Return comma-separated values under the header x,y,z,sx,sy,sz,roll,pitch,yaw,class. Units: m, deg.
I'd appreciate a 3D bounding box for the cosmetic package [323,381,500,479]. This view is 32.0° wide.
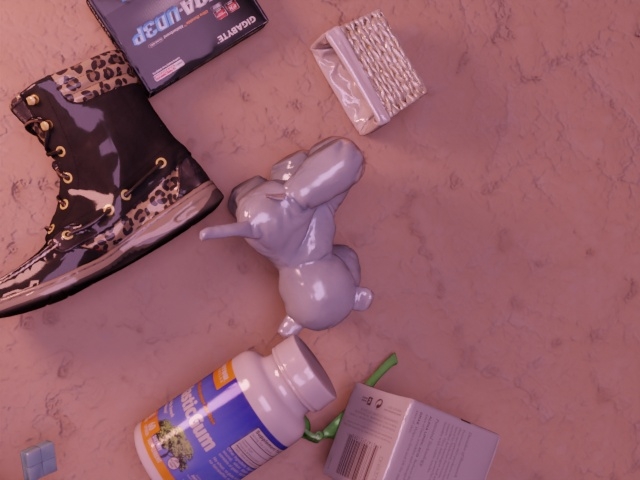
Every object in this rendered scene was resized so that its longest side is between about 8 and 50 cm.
x,y,z,sx,sy,sz,roll,pitch,yaw,class
0.135,0.319,1.665,0.183,0.151,0.152,25,81,-31,cosmetic package

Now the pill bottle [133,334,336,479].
x,y,z,sx,sy,sz,roll,pitch,yaw,class
-0.118,0.254,1.605,0.272,0.152,0.152,-35,95,5,pill bottle

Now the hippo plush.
x,y,z,sx,sy,sz,roll,pitch,yaw,class
0.000,0.000,1.628,0.234,0.294,0.237,-28,102,9,hippo plush

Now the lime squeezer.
x,y,z,sx,sy,sz,roll,pitch,yaw,class
-0.017,0.258,1.709,0.310,0.059,0.110,-11,90,-12,lime squeezer

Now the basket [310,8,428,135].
x,y,z,sx,sy,sz,roll,pitch,yaw,class
0.076,-0.262,1.729,0.103,0.113,0.167,-32,94,-14,basket

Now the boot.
x,y,z,sx,sy,sz,roll,pitch,yaw,class
-0.364,-0.081,1.612,0.377,0.138,0.284,-30,91,-8,boot

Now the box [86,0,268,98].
x,y,z,sx,sy,sz,roll,pitch,yaw,class
-0.218,-0.348,1.701,0.220,0.051,0.175,-33,94,-12,box

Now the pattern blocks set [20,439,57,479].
x,y,z,sx,sy,sz,roll,pitch,yaw,class
-0.418,0.456,1.550,0.285,0.026,0.325,-32,119,-39,pattern blocks set
